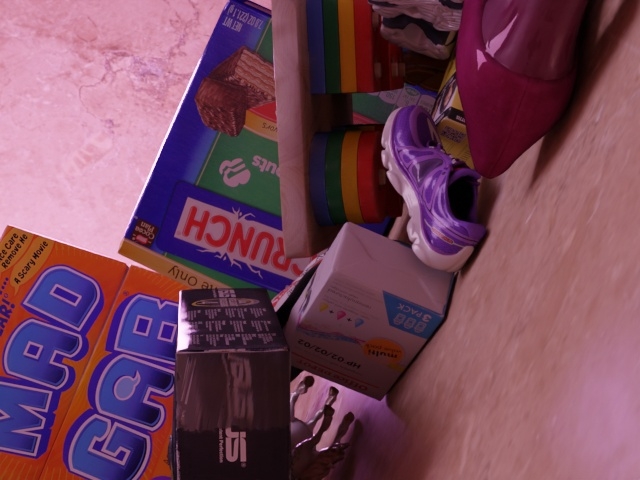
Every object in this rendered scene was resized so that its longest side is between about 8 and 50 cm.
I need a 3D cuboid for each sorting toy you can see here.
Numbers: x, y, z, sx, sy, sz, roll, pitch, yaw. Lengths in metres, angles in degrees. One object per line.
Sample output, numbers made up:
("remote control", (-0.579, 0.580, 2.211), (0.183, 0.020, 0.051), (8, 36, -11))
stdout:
("sorting toy", (0.029, -0.123, 1.587), (0.257, 0.089, 0.256), (-28, -64, -77))

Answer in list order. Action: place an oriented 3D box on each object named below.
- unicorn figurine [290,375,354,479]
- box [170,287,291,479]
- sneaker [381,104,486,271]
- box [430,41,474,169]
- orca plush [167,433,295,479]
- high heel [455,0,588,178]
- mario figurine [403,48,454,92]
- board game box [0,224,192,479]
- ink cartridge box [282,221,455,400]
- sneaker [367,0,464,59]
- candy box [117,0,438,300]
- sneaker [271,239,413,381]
("unicorn figurine", (-0.016, 0.192, 1.563), (0.111, 0.060, 0.162), (-60, 5, 12))
("box", (-0.079, 0.216, 1.353), (0.395, 0.097, 0.318), (-139, 47, -84))
("sneaker", (0.106, -0.053, 1.378), (0.071, 0.068, 0.170), (-45, 46, 34))
("box", (0.160, -0.182, 1.494), (0.087, 0.058, 0.232), (129, 164, -67))
("orca plush", (-0.084, 0.207, 1.767), (0.102, 0.151, 0.287), (25, -128, -64))
("high heel", (0.163, -0.212, 1.346), (0.377, 0.127, 0.181), (-69, -1, -58))
("mario figurine", (0.152, -0.327, 1.738), (0.198, 0.170, 0.321), (-17, 65, 33))
("board game box", (-0.331, 0.259, 2.249), (0.356, 0.356, 0.357), (106, -177, -59))
("ink cartridge box", (0.032, 0.074, 1.413), (0.181, 0.104, 0.062), (121, 170, -49))
("sneaker", (0.110, -0.259, 1.425), (0.235, 0.094, 0.153), (49, -121, -78))
("candy box", (-0.046, -0.078, 1.831), (0.122, 0.268, 0.317), (-76, 11, -80))
("sneaker", (0.036, 0.039, 1.552), (0.270, 0.090, 0.145), (-37, 6, 46))
